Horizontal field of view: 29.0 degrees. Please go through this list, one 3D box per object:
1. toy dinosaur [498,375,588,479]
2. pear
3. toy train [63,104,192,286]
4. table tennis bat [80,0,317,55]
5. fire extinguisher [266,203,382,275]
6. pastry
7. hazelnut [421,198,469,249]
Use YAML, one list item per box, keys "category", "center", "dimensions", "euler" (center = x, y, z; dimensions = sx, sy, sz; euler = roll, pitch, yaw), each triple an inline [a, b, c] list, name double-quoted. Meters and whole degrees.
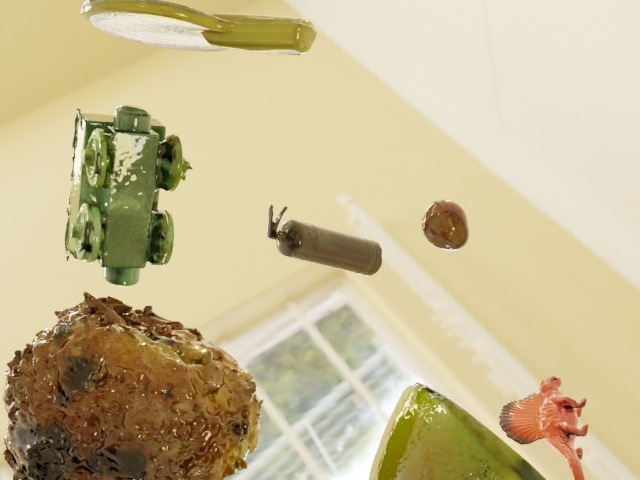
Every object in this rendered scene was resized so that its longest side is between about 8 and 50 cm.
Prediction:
- category: "toy dinosaur"
  center: [0.356, 0.310, 1.983]
  dimensions: [0.286, 0.139, 0.070]
  euler: [-76, 168, -56]
- category: "pear"
  center: [0.186, 0.367, 1.518]
  dimensions: [0.399, 0.165, 0.399]
  euler: [43, -11, 11]
- category: "toy train"
  center: [-0.299, -0.072, 1.860]
  dimensions: [0.188, 0.159, 0.271]
  euler: [-145, -120, -65]
- category: "table tennis bat"
  center: [-0.180, -0.312, 1.833]
  dimensions: [0.224, 0.369, 0.054]
  euler: [24, 74, -69]
- category: "fire extinguisher"
  center: [0.000, 0.000, 2.256]
  dimensions: [0.268, 0.089, 0.072]
  euler: [14, 12, -40]
- category: "pastry"
  center: [-0.300, 0.252, 1.790]
  dimensions: [0.405, 0.292, 0.337]
  euler: [-31, -75, 38]
- category: "hazelnut"
  center: [0.201, -0.026, 1.991]
  dimensions: [0.086, 0.086, 0.086]
  euler: [55, -15, 22]
